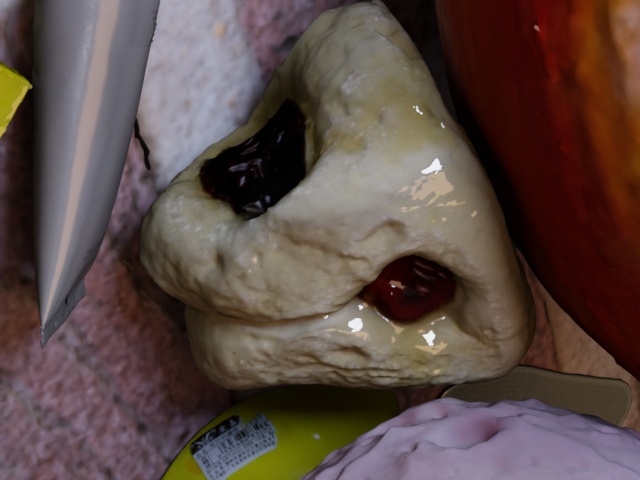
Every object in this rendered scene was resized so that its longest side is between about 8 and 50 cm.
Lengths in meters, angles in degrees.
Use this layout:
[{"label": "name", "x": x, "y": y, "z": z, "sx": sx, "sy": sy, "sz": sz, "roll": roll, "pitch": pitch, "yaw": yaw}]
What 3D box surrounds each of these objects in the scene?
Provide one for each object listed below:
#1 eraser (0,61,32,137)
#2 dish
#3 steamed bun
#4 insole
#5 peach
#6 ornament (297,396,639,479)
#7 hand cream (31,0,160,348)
[{"label": "eraser", "x": -0.191, "y": -0.055, "z": 0.622, "sx": 0.122, "sy": 0.045, "sz": 0.097, "roll": 32, "pitch": 89, "yaw": -37}, {"label": "dish", "x": -0.016, "y": 0.164, "z": 0.802, "sx": 0.207, "sy": 0.080, "sz": 0.149, "roll": -48, "pitch": 126, "yaw": -9}, {"label": "steamed bun", "x": 0.000, "y": 0.000, "z": 0.715, "sx": 0.155, "sy": 0.141, "sz": 0.172, "roll": -25, "pitch": 128, "yaw": 2}, {"label": "insole", "x": 0.126, "y": 0.098, "z": 0.913, "sx": 0.153, "sy": 0.002, "sz": 0.053, "roll": 7, "pitch": 105, "yaw": -34}, {"label": "peach", "x": 0.204, "y": -0.088, "z": 0.688, "sx": 0.290, "sy": 0.372, "sz": 0.372, "roll": -22, "pitch": 121, "yaw": -2}, {"label": "ornament", "x": 0.074, "y": 0.196, "z": 0.682, "sx": 0.259, "sy": 0.225, "sz": 0.259, "roll": -9, "pitch": 108, "yaw": -28}, {"label": "hand cream", "x": -0.101, "y": -0.054, "z": 0.669, "sx": 0.054, "sy": 0.087, "sz": 0.186, "roll": 9, "pitch": 103, "yaw": 1}]
